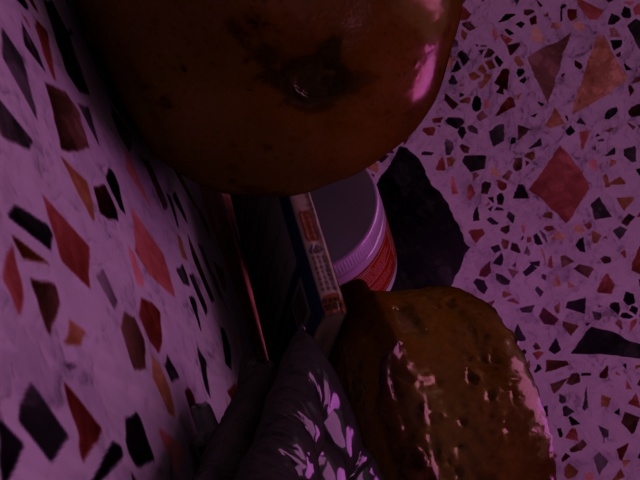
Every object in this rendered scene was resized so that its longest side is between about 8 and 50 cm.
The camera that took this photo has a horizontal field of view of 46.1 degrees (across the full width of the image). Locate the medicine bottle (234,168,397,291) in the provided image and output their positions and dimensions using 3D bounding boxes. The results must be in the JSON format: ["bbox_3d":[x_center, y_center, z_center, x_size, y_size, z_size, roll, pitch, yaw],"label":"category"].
[{"bbox_3d":[0.000,0.000,1.341,0.241,0.252,0.252,67,3,-57],"label":"medicine bottle"}]

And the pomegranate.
[{"bbox_3d":[-0.060,-0.252,0.800,0.416,0.416,0.416,-21,90,-88],"label":"pomegranate"}]

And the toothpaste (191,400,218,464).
[{"bbox_3d":[-0.063,0.225,0.595,0.049,0.031,0.204,-21,92,-86],"label":"toothpaste"}]

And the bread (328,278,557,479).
[{"bbox_3d":[0.124,0.234,0.936,0.398,0.215,0.398,170,-90,-77],"label":"bread"}]

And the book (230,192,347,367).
[{"bbox_3d":[-0.064,-0.005,1.050,0.300,0.039,0.428,108,-29,-53],"label":"book"}]

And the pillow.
[{"bbox_3d":[-0.013,0.223,0.522,0.326,0.101,0.228,-68,136,-75],"label":"pillow"}]
